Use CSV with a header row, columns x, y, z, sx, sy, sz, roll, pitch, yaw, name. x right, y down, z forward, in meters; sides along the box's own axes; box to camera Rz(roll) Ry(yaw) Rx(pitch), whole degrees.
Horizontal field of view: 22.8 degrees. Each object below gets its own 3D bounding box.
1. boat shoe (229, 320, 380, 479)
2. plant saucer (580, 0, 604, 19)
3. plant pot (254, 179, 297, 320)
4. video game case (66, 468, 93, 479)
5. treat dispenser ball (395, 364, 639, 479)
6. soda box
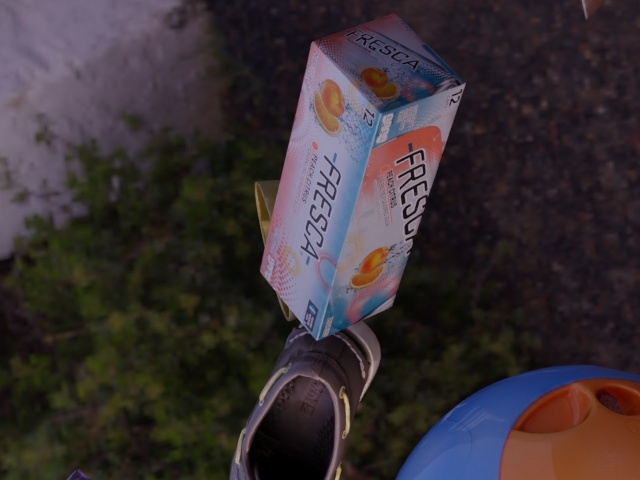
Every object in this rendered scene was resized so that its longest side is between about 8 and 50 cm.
x,y,z,sx,sy,sz,roll,pitch,yaw,name
-0.031,0.214,1.535,0.116,0.097,0.324,26,125,8,boat shoe
0.159,-0.224,0.997,0.168,0.029,0.168,-13,-90,-79,plant saucer
0.000,0.000,1.487,0.134,0.095,0.134,167,90,-84,plant pot
-0.186,0.300,1.121,0.042,0.232,0.210,31,165,37,video game case
0.183,0.231,1.115,0.288,0.288,0.288,32,127,55,treat dispenser ball
0.019,-0.031,0.860,0.063,0.058,0.183,50,146,28,soda box
